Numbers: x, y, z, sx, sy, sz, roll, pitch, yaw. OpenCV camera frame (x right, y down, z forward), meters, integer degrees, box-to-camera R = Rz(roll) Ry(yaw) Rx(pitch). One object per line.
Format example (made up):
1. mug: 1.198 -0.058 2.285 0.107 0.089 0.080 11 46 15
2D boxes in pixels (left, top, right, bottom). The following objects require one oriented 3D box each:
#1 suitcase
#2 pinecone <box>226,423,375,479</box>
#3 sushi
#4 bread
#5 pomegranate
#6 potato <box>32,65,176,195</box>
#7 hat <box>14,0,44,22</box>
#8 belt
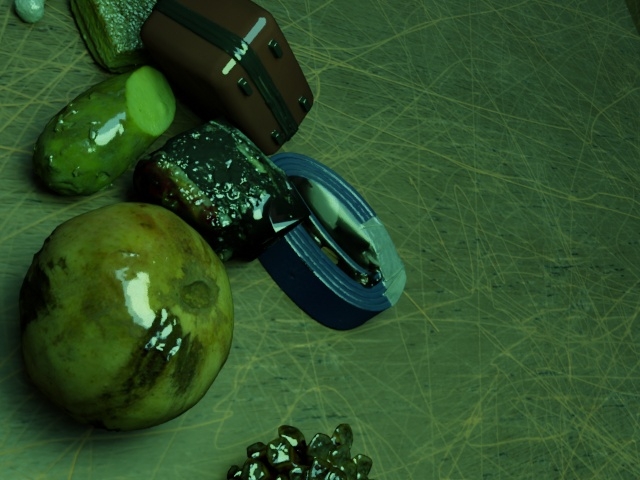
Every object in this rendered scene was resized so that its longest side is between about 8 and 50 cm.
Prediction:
1. suitcase: -0.155 -0.298 1.443 0.236 0.297 0.161 34 82 24
2. pinecone: -0.038 0.380 1.250 0.229 0.201 0.202 -14 79 -36
3. sushi: -0.189 -0.063 1.373 0.212 0.215 0.227 -30 86 -41
4. bread: -0.324 -0.412 1.543 0.234 0.110 0.184 -18 80 -38
5. pomegranate: -0.270 0.107 1.182 0.322 0.322 0.322 17 57 -28
6. potato: -0.343 -0.189 1.359 0.298 0.176 0.141 -57 132 -37
7. hat: -0.492 -0.459 1.461 0.112 0.093 0.162 12 64 -17
8. belt: 0.000 0.000 1.542 0.347 0.117 0.212 49 49 -1
